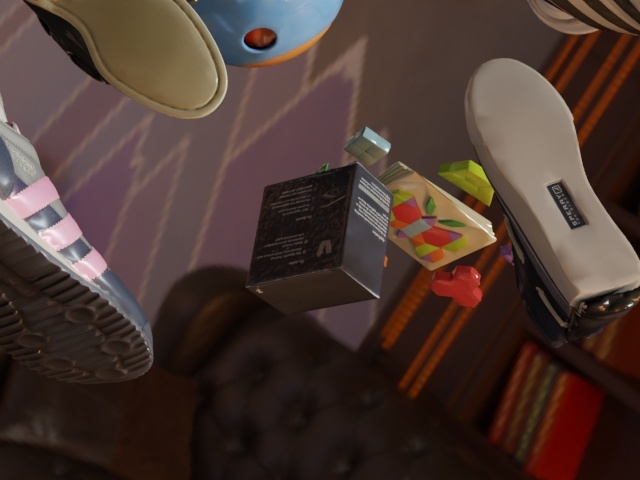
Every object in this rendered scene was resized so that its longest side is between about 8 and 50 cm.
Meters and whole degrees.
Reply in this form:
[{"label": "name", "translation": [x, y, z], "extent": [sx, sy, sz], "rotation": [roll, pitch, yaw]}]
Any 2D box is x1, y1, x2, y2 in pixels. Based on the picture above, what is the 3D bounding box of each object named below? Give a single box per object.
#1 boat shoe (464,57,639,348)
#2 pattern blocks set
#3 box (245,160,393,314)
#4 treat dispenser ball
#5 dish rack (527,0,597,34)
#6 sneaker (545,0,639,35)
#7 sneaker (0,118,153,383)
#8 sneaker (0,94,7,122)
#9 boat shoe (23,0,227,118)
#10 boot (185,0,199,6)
[{"label": "boat shoe", "translation": [0.246, -0.035, 1.490], "extent": [0.158, 0.127, 0.341], "rotation": [105, -31, -60]}, {"label": "pattern blocks set", "translation": [0.139, -0.028, 1.794], "extent": [0.324, 0.285, 0.026], "rotation": [27, 52, -12]}, {"label": "box", "translation": [0.000, 0.000, 1.675], "extent": [0.156, 0.158, 0.093], "rotation": [-12, -35, 35]}, {"label": "treat dispenser ball", "translation": [-0.103, -0.393, 1.853], "extent": [0.288, 0.288, 0.288], "rotation": [31, 7, -4]}, {"label": "dish rack", "translation": [0.251, -0.363, 1.109], "extent": [0.072, 0.285, 0.333], "rotation": [-36, 104, -58]}, {"label": "sneaker", "translation": [0.190, -0.282, 0.855], "extent": [0.257, 0.169, 0.447], "rotation": [2, -35, 31]}, {"label": "sneaker", "translation": [-0.210, -0.011, 0.917], "extent": [0.319, 0.112, 0.131], "rotation": [58, 22, -50]}, {"label": "sneaker", "translation": [-0.580, -0.212, 1.961], "extent": [0.292, 0.110, 0.118], "rotation": [11, -49, 43]}, {"label": "boat shoe", "translation": [-0.233, -0.242, 1.467], "extent": [0.340, 0.127, 0.113], "rotation": [32, -5, 14]}, {"label": "boot", "translation": [-0.264, -0.402, 1.605], "extent": [0.338, 0.118, 0.223], "rotation": [44, -18, 55]}]
